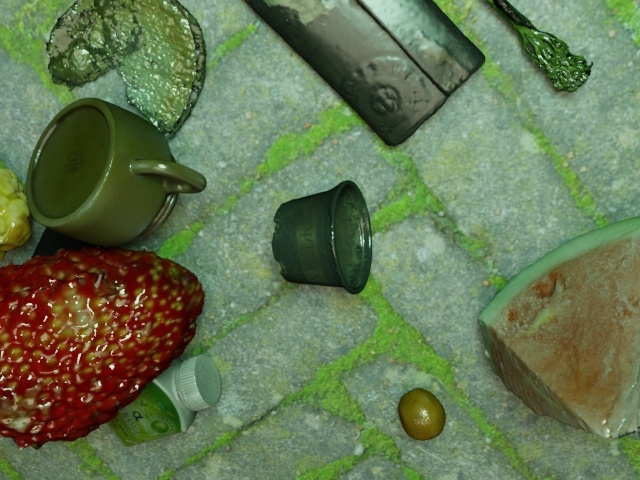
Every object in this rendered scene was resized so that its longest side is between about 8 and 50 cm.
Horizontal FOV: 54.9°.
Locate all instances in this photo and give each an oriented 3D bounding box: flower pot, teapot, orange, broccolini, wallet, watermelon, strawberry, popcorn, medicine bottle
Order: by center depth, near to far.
[{"bbox_3d":[0.241,-0.269,0.765,0.239,0.051,0.054,38,157,-9],"label":"broccolini"},{"bbox_3d":[0.042,-0.281,0.782,0.321,0.044,0.170,43,114,-12],"label":"wallet"},{"bbox_3d":[0.356,0.110,0.820,0.283,0.292,0.250,-13,82,14],"label":"watermelon"},{"bbox_3d":[-0.264,-0.080,0.841,0.268,0.175,0.185,2,79,34],"label":"teapot"},{"bbox_3d":[0.000,0.000,0.862,0.107,0.157,0.157,-6,114,22],"label":"flower pot"},{"bbox_3d":[-0.356,0.125,0.883,0.343,0.292,0.292,-37,105,14],"label":"strawberry"},{"bbox_3d":[-0.510,-0.031,0.895,0.180,0.180,0.170,-11,129,12],"label":"popcorn"},{"bbox_3d":[0.164,0.284,1.005,0.085,0.085,0.085,3,114,6],"label":"orange"},{"bbox_3d":[-0.269,0.258,1.039,0.189,0.088,0.132,-19,110,15],"label":"medicine bottle"}]

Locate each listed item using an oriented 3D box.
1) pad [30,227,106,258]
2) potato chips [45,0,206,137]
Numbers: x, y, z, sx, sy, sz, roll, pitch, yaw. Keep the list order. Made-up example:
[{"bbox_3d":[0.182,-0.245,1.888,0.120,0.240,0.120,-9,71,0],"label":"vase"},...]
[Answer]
[{"bbox_3d":[-0.421,0.105,1.036,0.181,0.004,0.267,34,113,-8],"label":"pad"},{"bbox_3d":[-0.266,-0.251,0.847,0.220,0.029,0.202,10,114,0],"label":"potato chips"}]
